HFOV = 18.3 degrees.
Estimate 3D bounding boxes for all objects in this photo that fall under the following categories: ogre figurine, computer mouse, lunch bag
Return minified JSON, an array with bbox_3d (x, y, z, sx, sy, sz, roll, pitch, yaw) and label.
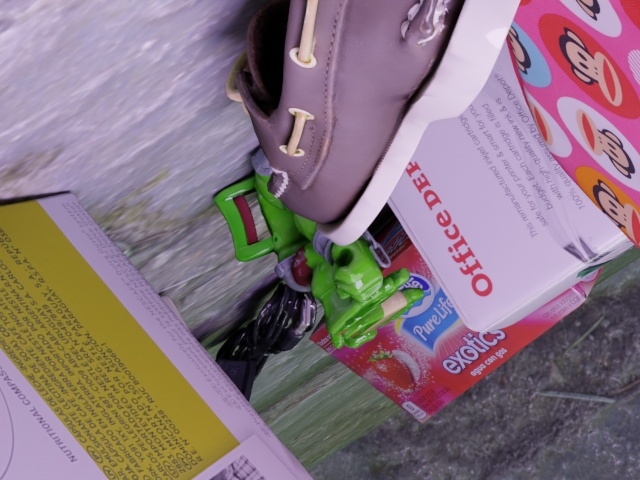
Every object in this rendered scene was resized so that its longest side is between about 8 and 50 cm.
[{"bbox_3d":[0.000,0.000,1.215,0.097,0.118,0.197,-35,170,14],"label":"ogre figurine"},{"bbox_3d":[-0.095,0.162,1.599,0.272,0.072,0.188,-51,-177,-27],"label":"computer mouse"},{"bbox_3d":[0.173,-0.083,0.939,0.120,0.258,0.293,-43,152,-10],"label":"lunch bag"}]

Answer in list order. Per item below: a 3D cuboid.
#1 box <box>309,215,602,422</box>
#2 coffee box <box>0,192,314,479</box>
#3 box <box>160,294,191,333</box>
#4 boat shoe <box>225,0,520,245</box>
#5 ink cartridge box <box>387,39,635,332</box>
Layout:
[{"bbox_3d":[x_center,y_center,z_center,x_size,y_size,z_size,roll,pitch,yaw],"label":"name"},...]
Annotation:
[{"bbox_3d":[0.116,0.020,1.544,0.128,0.123,0.257,-57,-173,-37],"label":"box"},{"bbox_3d":[-0.200,0.220,0.926,0.337,0.338,0.334,-45,168,23],"label":"coffee box"},{"bbox_3d":[-0.206,0.142,1.353,0.275,0.094,0.113,-24,168,-34],"label":"box"},{"bbox_3d":[0.013,-0.084,0.911,0.324,0.097,0.116,127,-17,-73],"label":"boat shoe"},{"bbox_3d":[0.153,-0.066,1.235,0.219,0.160,0.092,-35,170,23],"label":"ink cartridge box"}]
